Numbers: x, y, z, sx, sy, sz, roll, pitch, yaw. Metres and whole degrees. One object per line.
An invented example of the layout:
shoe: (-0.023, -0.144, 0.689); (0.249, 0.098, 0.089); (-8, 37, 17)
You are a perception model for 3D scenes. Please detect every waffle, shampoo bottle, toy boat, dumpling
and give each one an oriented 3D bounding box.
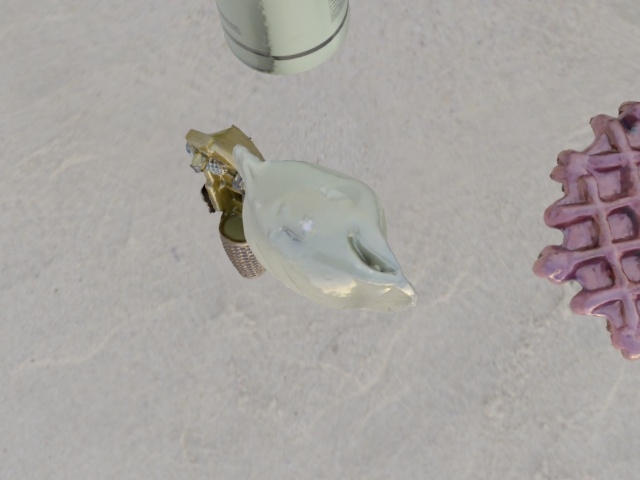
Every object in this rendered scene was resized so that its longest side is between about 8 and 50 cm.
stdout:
waffle: (0.287, -0.003, 0.817); (0.234, 0.055, 0.221); (33, 75, 4)
shampoo bottle: (-0.031, -0.194, 0.570); (0.085, 0.262, 0.085); (-2, 67, 4)
toy boat: (-0.058, -0.028, 0.727); (0.047, 0.049, 0.149); (24, 152, 30)
dumpling: (0.000, 0.001, 0.360); (0.077, 0.059, 0.043); (18, 71, 8)
